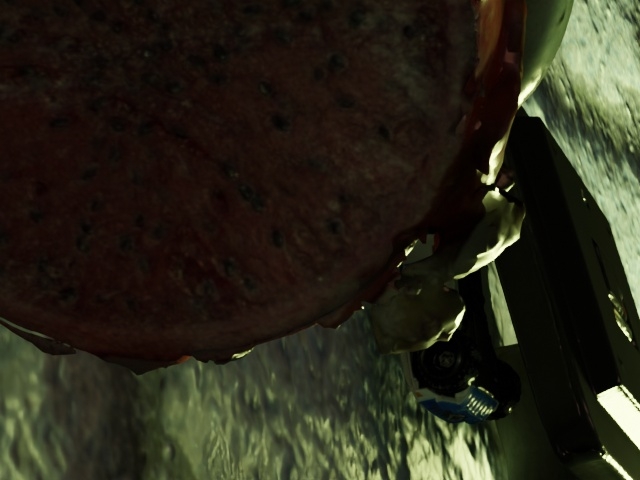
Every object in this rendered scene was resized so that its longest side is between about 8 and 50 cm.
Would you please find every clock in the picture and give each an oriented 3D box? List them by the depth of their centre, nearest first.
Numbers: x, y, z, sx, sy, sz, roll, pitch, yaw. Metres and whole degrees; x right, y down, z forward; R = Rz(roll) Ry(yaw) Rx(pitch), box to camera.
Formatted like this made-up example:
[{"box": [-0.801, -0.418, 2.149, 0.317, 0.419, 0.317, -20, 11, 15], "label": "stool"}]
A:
[{"box": [0.166, 0.040, 1.233, 0.279, 0.049, 0.273, 43, 29, -61], "label": "clock"}]

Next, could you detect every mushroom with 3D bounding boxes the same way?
[{"box": [0.141, 0.181, 1.243, 0.096, 0.099, 0.278, 19, 48, -12], "label": "mushroom"}]

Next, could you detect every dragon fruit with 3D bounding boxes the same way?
[{"box": [-0.052, -0.144, 0.761, 0.263, 0.296, 0.314, -69, 147, -56], "label": "dragon fruit"}]

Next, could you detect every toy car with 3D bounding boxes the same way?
[{"box": [0.072, 0.029, 1.185, 0.080, 0.070, 0.171, 34, 46, -56], "label": "toy car"}]

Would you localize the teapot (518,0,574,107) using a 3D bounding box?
[{"box": [0.008, -0.189, 1.077, 0.223, 0.305, 0.285, -66, 173, 20], "label": "teapot"}]

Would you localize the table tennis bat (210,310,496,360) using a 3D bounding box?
[{"box": [0.000, 0.000, 0.994, 0.170, 0.119, 0.108, 5, 74, -62], "label": "table tennis bat"}]
